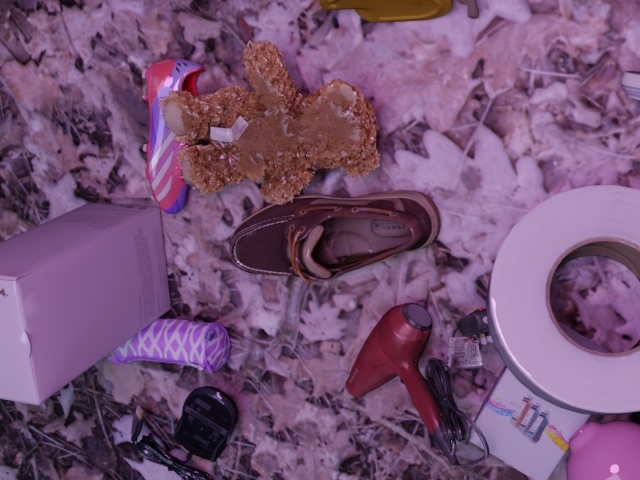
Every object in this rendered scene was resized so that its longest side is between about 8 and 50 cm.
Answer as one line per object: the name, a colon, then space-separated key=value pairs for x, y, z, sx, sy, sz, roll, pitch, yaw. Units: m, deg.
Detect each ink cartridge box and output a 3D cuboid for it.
ink cartridge box: x=0.308 y=0.220 z=1.261 sx=0.127 sy=0.128 sz=0.176 roll=31 pitch=117 yaw=12

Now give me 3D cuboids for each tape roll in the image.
tape roll: x=0.354 y=0.078 z=1.132 sx=0.286 sy=0.100 sz=0.286 roll=-2 pitch=77 yaw=6

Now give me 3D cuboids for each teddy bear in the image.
teddy bear: x=-0.075 y=-0.162 z=1.308 sx=0.338 sy=0.113 sz=0.245 roll=-22 pitch=103 yaw=27

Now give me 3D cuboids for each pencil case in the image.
pencil case: x=-0.253 y=0.178 z=1.520 sx=0.206 sy=0.088 sz=0.086 roll=1 pitch=150 yaw=27

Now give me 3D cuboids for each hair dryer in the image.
hair dryer: x=0.130 y=0.202 z=1.310 sx=0.294 sy=0.080 sz=0.223 roll=-6 pitch=73 yaw=56

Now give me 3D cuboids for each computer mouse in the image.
computer mouse: x=-0.237 y=0.317 z=1.581 sx=0.184 sy=0.060 sz=0.262 roll=27 pitch=128 yaw=9

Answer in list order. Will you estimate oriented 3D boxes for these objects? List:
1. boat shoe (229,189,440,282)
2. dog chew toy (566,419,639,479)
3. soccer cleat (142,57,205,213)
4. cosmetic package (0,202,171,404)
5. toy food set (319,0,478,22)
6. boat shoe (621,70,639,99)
boat shoe: x=0.000 y=0.000 z=1.328 sx=0.342 sy=0.123 sz=0.123 roll=-5 pitch=105 yaw=25
dog chew toy: x=0.446 y=0.364 z=1.128 sx=0.332 sy=0.207 sz=0.206 roll=46 pitch=119 yaw=13
soccer cleat: x=-0.222 y=-0.159 z=1.403 sx=0.095 sy=0.083 sz=0.248 roll=4 pitch=106 yaw=18
cosmetic package: x=-0.393 y=0.081 z=1.393 sx=0.155 sy=0.365 sz=0.196 roll=5 pitch=108 yaw=23
toy food set: x=0.106 y=-0.341 z=1.183 sx=0.218 sy=0.128 sz=0.071 roll=4 pitch=85 yaw=22
boat shoe: x=0.471 y=-0.144 z=1.094 sx=0.228 sy=0.079 sz=0.081 roll=21 pitch=110 yaw=13
